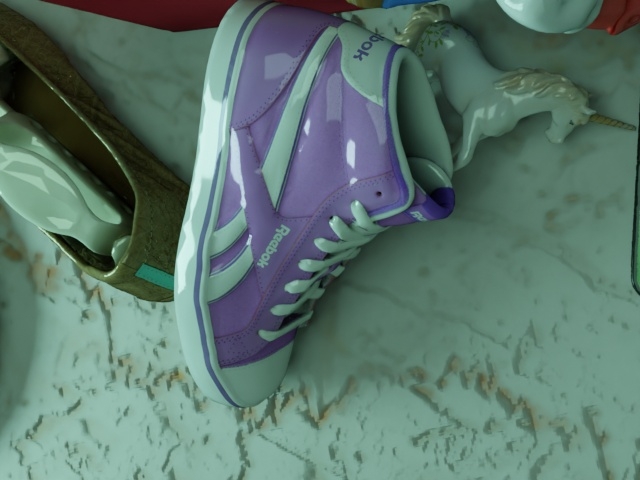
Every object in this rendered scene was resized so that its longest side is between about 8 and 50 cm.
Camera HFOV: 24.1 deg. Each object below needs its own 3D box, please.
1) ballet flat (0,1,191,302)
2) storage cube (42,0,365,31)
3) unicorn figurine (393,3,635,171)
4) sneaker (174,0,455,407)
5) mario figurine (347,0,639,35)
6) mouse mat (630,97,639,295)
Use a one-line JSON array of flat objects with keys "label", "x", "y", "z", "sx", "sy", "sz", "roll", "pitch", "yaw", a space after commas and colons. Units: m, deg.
[{"label": "ballet flat", "x": -0.218, "y": -0.077, "z": 1.069, "sx": 0.342, "sy": 0.124, "sz": 0.116, "roll": 44, "pitch": 107, "yaw": 19}, {"label": "storage cube", "x": -0.070, "y": -0.244, "z": 0.963, "sx": 0.215, "sy": 0.193, "sz": 0.183, "roll": -3, "pitch": 89, "yaw": 26}, {"label": "unicorn figurine", "x": 0.100, "y": -0.090, "z": 0.958, "sx": 0.162, "sy": 0.060, "sz": 0.111, "roll": 49, "pitch": 113, "yaw": 14}, {"label": "sneaker", "x": 0.000, "y": 0.000, "z": 0.950, "sx": 0.161, "sy": 0.102, "sz": 0.282, "roll": 19, "pitch": 119, "yaw": 24}, {"label": "mario figurine", "x": 0.173, "y": -0.206, "z": 0.835, "sx": 0.320, "sy": 0.170, "sz": 0.198, "roll": 2, "pitch": 91, "yaw": 6}, {"label": "mouse mat", "x": 0.284, "y": -0.033, "z": 0.903, "sx": 0.190, "sy": 0.007, "sz": 0.152, "roll": 4, "pitch": 92, "yaw": 24}]
